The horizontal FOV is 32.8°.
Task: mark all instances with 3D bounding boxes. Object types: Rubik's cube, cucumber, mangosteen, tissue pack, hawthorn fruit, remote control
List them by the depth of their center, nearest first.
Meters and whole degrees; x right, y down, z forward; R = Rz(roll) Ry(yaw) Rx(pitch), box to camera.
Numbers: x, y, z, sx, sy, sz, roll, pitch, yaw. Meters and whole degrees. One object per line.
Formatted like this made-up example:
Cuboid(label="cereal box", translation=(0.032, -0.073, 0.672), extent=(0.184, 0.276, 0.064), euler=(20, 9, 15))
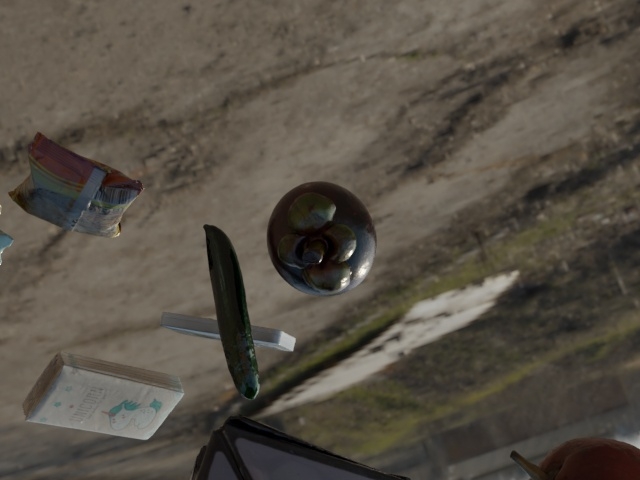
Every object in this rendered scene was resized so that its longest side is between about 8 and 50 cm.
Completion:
Cuboid(label="Rubik's cube", translation=(-0.066, 0.447, 1.562), extent=(0.307, 0.310, 0.305), euler=(18, 164, -2))
Cuboid(label="mangosteen", translation=(0.000, 0.000, 1.655), extent=(0.199, 0.200, 0.200), euler=(-18, 167, -4))
Cuboid(label="cucumber", translation=(-0.135, 0.105, 1.665), extent=(0.056, 0.284, 0.056), euler=(-13, 165, -4))
Cuboid(label="hawthorn fruit", translation=(0.425, 0.445, 1.740), extent=(0.287, 0.330, 0.287), euler=(-46, -172, 8))
Cuboid(label="remote control", translation=(-0.176, 0.173, 2.058), extent=(0.250, 0.034, 0.103), euler=(6, 167, 21))
Cuboid(label="tissue pack", translation=(-0.478, 0.347, 2.406), extent=(0.325, 0.071, 0.170), euler=(20, 117, -41))

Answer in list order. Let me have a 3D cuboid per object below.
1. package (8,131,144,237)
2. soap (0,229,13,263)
Cuboid(label="package", translation=(-0.451, -0.082, 1.971), extent=(0.223, 0.108, 0.288), euler=(22, 152, -12))
Cuboid(label="soap", translation=(-0.645, -0.015, 1.978), extent=(0.119, 0.067, 0.198), euler=(32, 173, -29))
